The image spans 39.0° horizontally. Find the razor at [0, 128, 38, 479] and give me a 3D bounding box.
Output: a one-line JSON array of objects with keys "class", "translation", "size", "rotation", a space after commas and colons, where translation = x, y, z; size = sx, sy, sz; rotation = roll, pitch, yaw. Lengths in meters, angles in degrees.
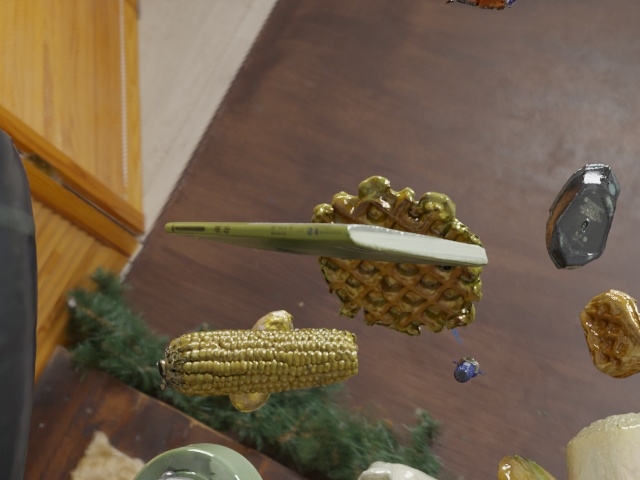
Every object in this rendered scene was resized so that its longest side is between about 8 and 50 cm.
[{"class": "razor", "translation": [-0.258, 0.092, 0.528], "size": [0.114, 0.204, 0.348], "rotation": [0, 89, 29]}]

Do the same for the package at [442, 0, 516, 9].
[{"class": "package", "translation": [0.154, -0.226, 0.787], "size": [0.077, 0.033, 0.110], "rotation": [-50, 26, 6]}]

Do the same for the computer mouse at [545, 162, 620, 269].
[{"class": "computer mouse", "translation": [0.422, -0.036, 1.473], "size": [0.192, 0.106, 0.062], "rotation": [-61, 20, -13]}]

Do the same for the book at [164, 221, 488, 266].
[{"class": "book", "translation": [0.000, 0.000, 1.121], "size": [0.352, 0.239, 0.035], "rotation": [4, 87, 47]}]

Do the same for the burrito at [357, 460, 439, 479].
[{"class": "burrito", "translation": [0.037, 0.217, 0.647], "size": [0.117, 0.392, 0.076], "rotation": [30, 68, 5]}]

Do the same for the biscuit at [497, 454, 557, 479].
[{"class": "biscuit", "translation": [0.197, 0.254, 0.634], "size": [0.029, 0.118, 0.247], "rotation": [-47, 42, 18]}]

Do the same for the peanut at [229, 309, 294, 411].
[{"class": "peanut", "translation": [-0.112, 0.229, 1.727], "size": [0.087, 0.087, 0.206], "rotation": [20, 80, 26]}]

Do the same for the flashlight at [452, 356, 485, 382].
[{"class": "flashlight", "translation": [0.237, 0.209, 1.469], "size": [0.057, 0.121, 0.035], "rotation": [22, 94, 15]}]

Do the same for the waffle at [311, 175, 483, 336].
[{"class": "waffle", "translation": [0.136, 0.036, 1.568], "size": [0.302, 0.324, 0.068], "rotation": [-1, 34, 22]}]

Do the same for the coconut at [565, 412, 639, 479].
[{"class": "coconut", "translation": [0.490, 0.401, 1.353], "size": [0.239, 0.239, 0.244], "rotation": [-14, 51, 15]}]

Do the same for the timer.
[{"class": "timer", "translation": [-0.265, 0.517, 1.690], "size": [0.291, 0.315, 0.290], "rotation": [-3, 73, 9]}]

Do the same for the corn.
[{"class": "corn", "translation": [-0.096, 0.190, 1.422], "size": [0.318, 0.115, 0.115], "rotation": [-1, 67, -5]}]

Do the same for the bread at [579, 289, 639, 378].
[{"class": "bread", "translation": [0.367, 0.114, 1.113], "size": [0.083, 0.044, 0.110], "rotation": [-47, 46, 45]}]
